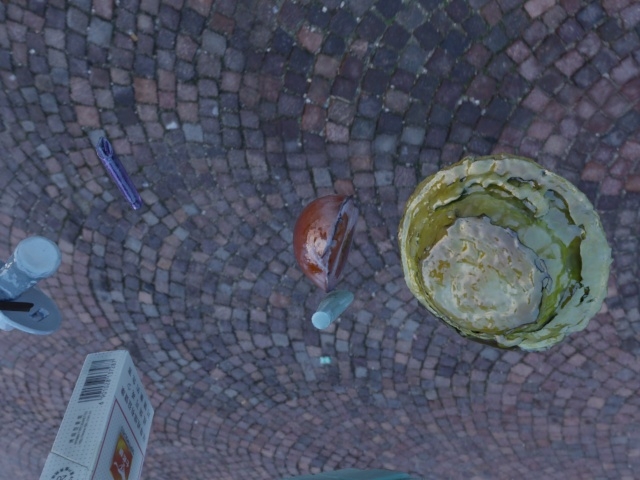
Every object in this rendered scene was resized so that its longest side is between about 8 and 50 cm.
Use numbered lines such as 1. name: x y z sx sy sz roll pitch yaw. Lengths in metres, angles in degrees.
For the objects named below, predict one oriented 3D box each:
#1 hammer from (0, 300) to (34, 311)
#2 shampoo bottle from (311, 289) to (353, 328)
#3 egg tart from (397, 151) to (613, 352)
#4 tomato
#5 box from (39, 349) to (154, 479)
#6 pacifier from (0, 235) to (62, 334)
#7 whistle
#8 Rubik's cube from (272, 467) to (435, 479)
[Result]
1. hammer: -0.542 0.113 0.928 0.021 0.178 0.065 -22 78 6
2. shampoo bottle: 0.020 0.139 1.128 0.069 0.191 0.041 -10 94 14
3. egg tart: 0.182 0.026 0.598 0.241 0.106 0.240 14 119 28
4. tomato: 0.000 0.000 1.124 0.112 0.199 0.228 13 170 13
5. box: -0.421 0.405 1.080 0.095 0.330 0.210 -8 125 0
6. pacifier: -0.651 0.072 1.203 0.279 0.227 0.207 41 96 -9
7. whistle: -0.404 -0.131 1.120 0.033 0.033 0.176 0 139 14
8. Rubik's cube: -0.012 0.486 0.717 0.322 0.318 0.316 1 163 -24
